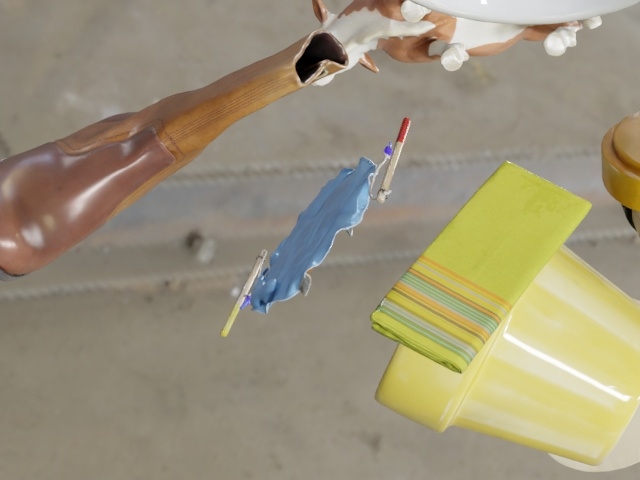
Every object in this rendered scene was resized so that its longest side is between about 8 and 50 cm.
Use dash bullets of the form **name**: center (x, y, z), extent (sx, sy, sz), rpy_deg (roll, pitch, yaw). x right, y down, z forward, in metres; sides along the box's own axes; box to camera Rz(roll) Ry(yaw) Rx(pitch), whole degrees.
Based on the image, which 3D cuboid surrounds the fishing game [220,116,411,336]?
- **fishing game**: center (0.000, 0.000, 1.729), extent (0.041, 0.264, 0.189), rpy_deg (38, 36, -13)

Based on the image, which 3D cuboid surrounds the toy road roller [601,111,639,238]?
- **toy road roller**: center (0.442, -0.086, 1.759), extent (0.329, 0.240, 0.202), rpy_deg (-6, 29, 2)

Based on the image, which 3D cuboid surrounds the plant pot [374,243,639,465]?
- **plant pot**: center (0.215, 0.105, 1.842), extent (0.239, 0.254, 0.254), rpy_deg (26, 35, 5)

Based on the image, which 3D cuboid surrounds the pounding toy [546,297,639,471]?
- **pounding toy**: center (0.330, 0.142, 2.062), extent (0.183, 0.237, 0.110), rpy_deg (12, 28, -16)

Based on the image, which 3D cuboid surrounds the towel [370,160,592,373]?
- **towel**: center (0.152, 0.022, 1.680), extent (0.102, 0.021, 0.237), rpy_deg (30, 57, 20)

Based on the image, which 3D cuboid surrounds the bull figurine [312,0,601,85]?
- **bull figurine**: center (0.132, -0.219, 1.742), extent (0.310, 0.101, 0.188), rpy_deg (-16, 18, -8)

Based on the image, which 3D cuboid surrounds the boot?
- **boot**: center (-0.126, -0.071, 1.458), extent (0.096, 0.280, 0.264), rpy_deg (67, 25, -5)

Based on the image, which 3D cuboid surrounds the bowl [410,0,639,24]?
- **bowl**: center (0.092, -0.185, 0.785), extent (0.298, 0.298, 0.134), rpy_deg (12, 68, -22)
